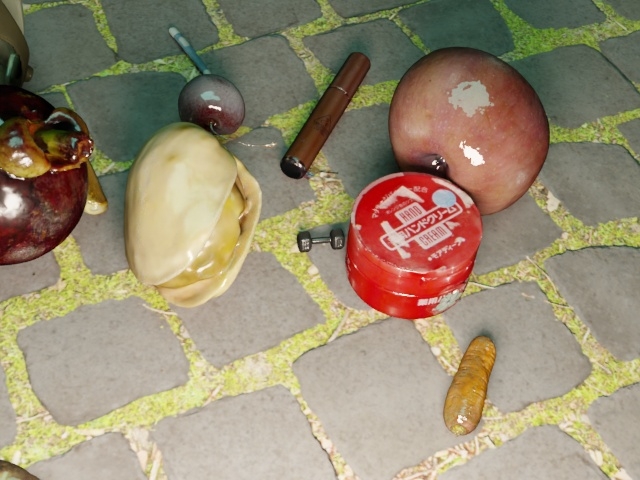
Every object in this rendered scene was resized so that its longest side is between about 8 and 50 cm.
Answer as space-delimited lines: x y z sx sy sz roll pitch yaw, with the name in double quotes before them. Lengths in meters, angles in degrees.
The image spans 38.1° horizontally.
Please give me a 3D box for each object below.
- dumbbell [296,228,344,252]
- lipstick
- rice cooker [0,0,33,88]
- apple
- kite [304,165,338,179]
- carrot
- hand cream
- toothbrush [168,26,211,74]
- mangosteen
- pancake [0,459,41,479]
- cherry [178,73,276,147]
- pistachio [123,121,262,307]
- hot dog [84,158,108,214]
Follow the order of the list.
"dumbbell" 0.000 0.000 1.619 0.083 0.036 0.040 -5 51 -11
"lipstick" 0.013 -0.250 1.816 0.057 0.057 0.356 21 50 10
"rice cooker" -0.690 -0.367 1.647 0.326 0.335 0.335 6 50 0
"apple" 0.255 -0.191 1.660 0.306 0.305 0.235 35 62 21
"kite" -0.010 -0.127 1.745 0.078 0.002 0.044 21 51 10
"carrot" 0.235 0.222 1.453 0.060 0.060 0.186 18 49 8
"hand cream" 0.153 0.010 1.560 0.230 0.149 0.230 3 53 -5
"toothbrush" -0.244 -0.358 1.892 0.019 0.025 0.275 -23 57 -23
"mangosteen" -0.511 -0.111 1.476 0.297 0.293 0.297 4 72 -14
"pancake" -0.453 0.418 1.207 0.295 0.049 0.294 5 51 -7
"cherry" -0.179 -0.255 1.773 0.188 0.115 0.148 6 15 -13
"pistachio" -0.215 -0.052 1.521 0.238 0.229 0.321 -24 50 28
"hot dog" -0.442 -0.124 1.658 0.066 0.047 0.215 11 38 -49
